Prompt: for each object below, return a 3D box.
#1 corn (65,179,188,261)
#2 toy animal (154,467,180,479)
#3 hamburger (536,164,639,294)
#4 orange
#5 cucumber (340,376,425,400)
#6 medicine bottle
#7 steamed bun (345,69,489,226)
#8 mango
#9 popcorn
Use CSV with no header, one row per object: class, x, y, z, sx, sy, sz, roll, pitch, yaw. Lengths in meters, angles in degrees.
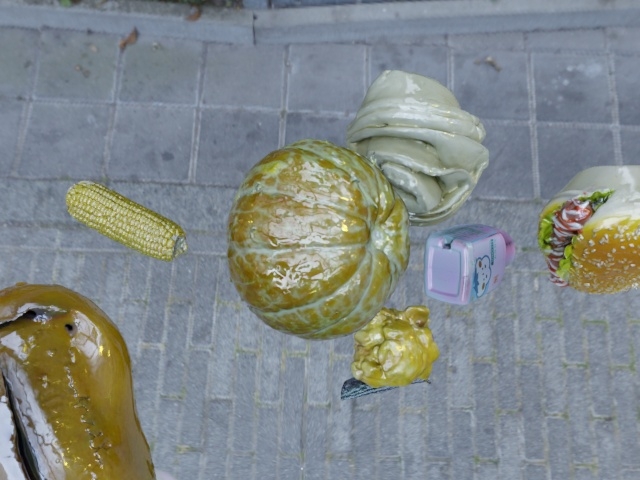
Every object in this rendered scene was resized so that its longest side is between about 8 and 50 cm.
corn,-0.330,-0.033,1.126,0.238,0.080,0.080,27,72,15
toy animal,-0.271,0.345,0.751,0.310,0.251,0.251,2,66,38
hamburger,0.353,-0.003,0.812,0.173,0.210,0.116,4,61,16
orange,0.000,0.000,1.083,0.249,0.329,0.329,-7,65,40
cucumber,0.153,0.353,1.690,0.220,0.070,0.046,-12,92,-1
medicine bottle,0.270,0.032,1.192,0.094,0.188,0.119,12,109,39
steamed bun,0.193,-0.166,1.277,0.276,0.203,0.289,5,110,-15
mango,-0.226,0.156,0.588,0.156,0.151,0.248,-30,85,-20
popcorn,0.170,0.253,1.615,0.253,0.190,0.191,4,84,-42
